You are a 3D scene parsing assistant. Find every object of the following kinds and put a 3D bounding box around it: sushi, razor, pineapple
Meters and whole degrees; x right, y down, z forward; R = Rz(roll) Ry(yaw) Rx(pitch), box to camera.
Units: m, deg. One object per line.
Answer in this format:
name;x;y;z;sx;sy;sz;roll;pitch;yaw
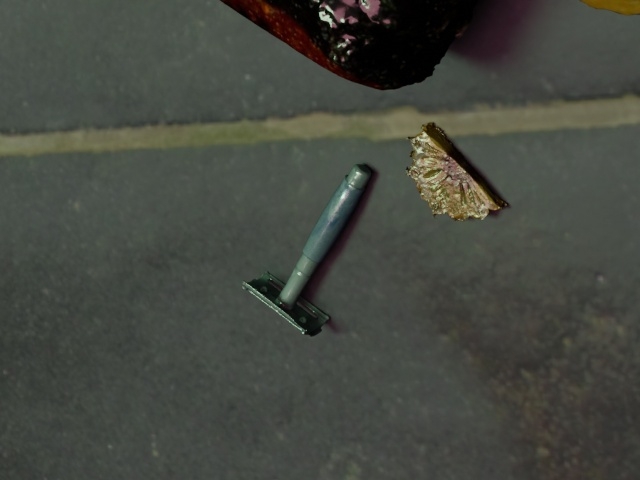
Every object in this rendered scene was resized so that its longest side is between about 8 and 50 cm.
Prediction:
sushi;0.003;-0.205;1.247;0.225;0.136;0.126;36;119;22
razor;0.000;0.000;1.382;0.068;0.040;0.135;36;117;13
pineapple;0.089;-0.042;1.324;0.083;0.019;0.045;49;121;2

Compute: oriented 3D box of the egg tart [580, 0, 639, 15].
egg tart;0.202;-0.258;1.131;0.241;0.106;0.241;12;116;25
